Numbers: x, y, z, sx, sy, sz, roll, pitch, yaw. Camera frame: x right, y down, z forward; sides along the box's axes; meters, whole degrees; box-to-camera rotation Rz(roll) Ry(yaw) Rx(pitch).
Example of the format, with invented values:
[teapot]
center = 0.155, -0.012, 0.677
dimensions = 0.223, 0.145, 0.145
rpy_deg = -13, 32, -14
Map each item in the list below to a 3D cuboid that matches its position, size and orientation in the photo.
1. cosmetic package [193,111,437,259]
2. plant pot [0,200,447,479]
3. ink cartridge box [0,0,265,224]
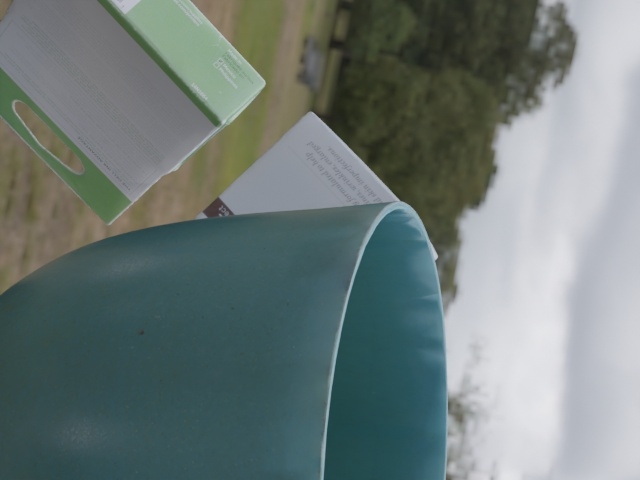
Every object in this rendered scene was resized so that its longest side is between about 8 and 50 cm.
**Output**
[cosmetic package]
center = 0.000, 0.000, 1.530
dimensions = 0.151, 0.151, 0.183
rpy_deg = -44, 167, -1
[plant pot]
center = -0.070, 0.121, 0.932
dimensions = 0.293, 0.235, 0.293
rpy_deg = 1, 90, -73
[ink cartridge box]
center = -0.159, -0.119, 1.199
dimensions = 0.056, 0.171, 0.235
rpy_deg = -47, -173, -30
